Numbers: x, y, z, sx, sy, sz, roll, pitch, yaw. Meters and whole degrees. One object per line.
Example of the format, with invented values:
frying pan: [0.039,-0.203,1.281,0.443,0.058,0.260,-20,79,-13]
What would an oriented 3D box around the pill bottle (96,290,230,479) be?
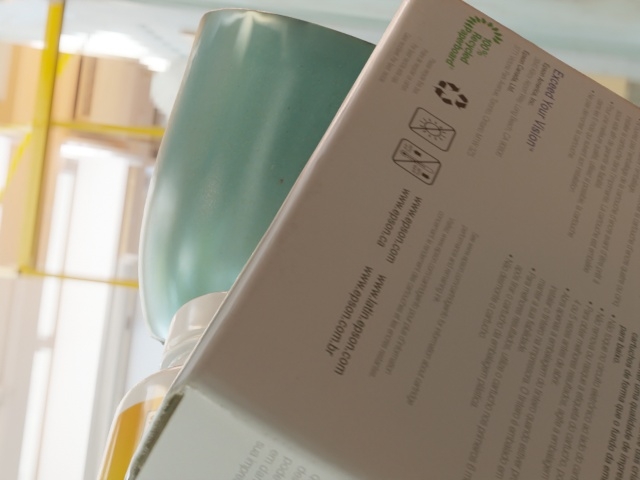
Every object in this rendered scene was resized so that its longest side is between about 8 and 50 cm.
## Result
pill bottle: [-0.059,0.155,0.834,0.136,0.245,0.136,7,142,5]

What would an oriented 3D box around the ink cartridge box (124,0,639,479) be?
ink cartridge box: [0.089,0.040,0.419,0.224,0.045,0.223,29,-142,0]

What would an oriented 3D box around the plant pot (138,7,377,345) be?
plant pot: [0.000,0.000,1.122,0.293,0.235,0.293,22,174,3]
